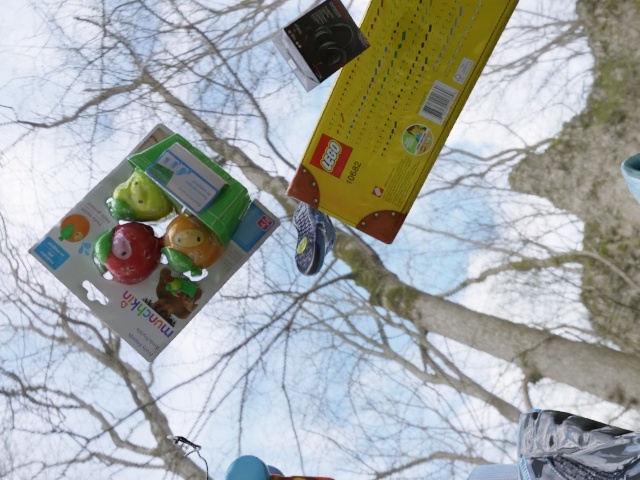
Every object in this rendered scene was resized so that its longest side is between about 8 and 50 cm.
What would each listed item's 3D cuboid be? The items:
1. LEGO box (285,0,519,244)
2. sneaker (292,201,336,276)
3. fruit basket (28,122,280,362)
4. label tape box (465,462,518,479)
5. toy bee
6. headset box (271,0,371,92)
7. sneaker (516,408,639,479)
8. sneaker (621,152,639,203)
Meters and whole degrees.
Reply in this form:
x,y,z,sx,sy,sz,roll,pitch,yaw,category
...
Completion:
x,y,z,sx,sy,sz,roll,pitch,yaw,category
0.165,-0.292,1.121,0.193,0.372,0.500,27,-68,4,LEGO box
0.000,0.000,1.195,0.082,0.209,0.069,29,-64,-21,sneaker
-0.305,-0.014,1.236,0.327,0.165,0.353,39,-110,13,fruit basket
0.430,0.551,1.420,0.333,0.240,0.106,19,-117,-68,label tape box
-0.111,0.409,1.005,0.195,0.298,0.162,37,-120,-39,toy bee
0.004,-0.195,0.656,0.083,0.032,0.062,-41,-77,-24,headset box
0.249,0.195,0.462,0.124,0.341,0.140,15,-107,-7,sneaker
0.542,-0.125,0.898,0.150,0.366,0.135,43,-116,1,sneaker
